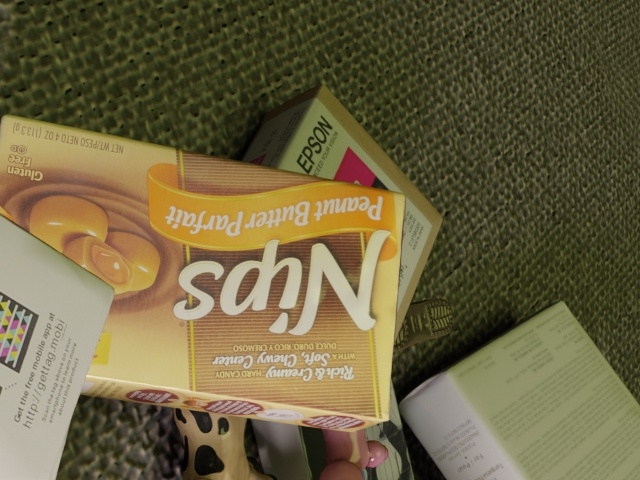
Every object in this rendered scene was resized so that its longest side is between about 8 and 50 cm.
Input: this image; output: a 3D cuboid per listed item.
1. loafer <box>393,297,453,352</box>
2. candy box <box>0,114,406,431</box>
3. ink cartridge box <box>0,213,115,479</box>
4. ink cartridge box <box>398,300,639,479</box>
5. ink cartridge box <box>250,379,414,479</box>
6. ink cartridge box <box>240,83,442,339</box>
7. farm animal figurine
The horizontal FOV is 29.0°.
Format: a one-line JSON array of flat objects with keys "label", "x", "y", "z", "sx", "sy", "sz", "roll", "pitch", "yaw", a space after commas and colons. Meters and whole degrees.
[{"label": "loafer", "x": 0.076, "y": 0.092, "z": 1.314, "sx": 0.148, "sy": 0.050, "sz": 0.056, "roll": -1, "pitch": 81, "yaw": -37}, {"label": "candy box", "x": -0.099, "y": 0.031, "z": 0.934, "sx": 0.316, "sy": 0.087, "sz": 0.183, "roll": 11, "pitch": 72, "yaw": -17}, {"label": "ink cartridge box", "x": -0.311, "y": 0.031, "z": 0.597, "sx": 0.272, "sy": 0.309, "sz": 0.130, "roll": 40, "pitch": 53, "yaw": -42}, {"label": "ink cartridge box", "x": 0.295, "y": 0.277, "z": 1.403, "sx": 0.308, "sy": 0.091, "sz": 0.385, "roll": -20, "pitch": 73, "yaw": -53}, {"label": "ink cartridge box", "x": 0.034, "y": 0.285, "z": 1.209, "sx": 0.165, "sy": 0.065, "sz": 0.332, "roll": -22, "pitch": 102, "yaw": -53}, {"label": "ink cartridge box", "x": 0.000, "y": 0.000, "z": 1.151, "sx": 0.193, "sy": 0.088, "sz": 0.234, "roll": 47, "pitch": 43, "yaw": -21}, {"label": "farm animal figurine", "x": -0.028, "y": 0.276, "z": 0.993, "sx": 0.172, "sy": 0.330, "sz": 0.327, "roll": 19, "pitch": 97, "yaw": -62}]
